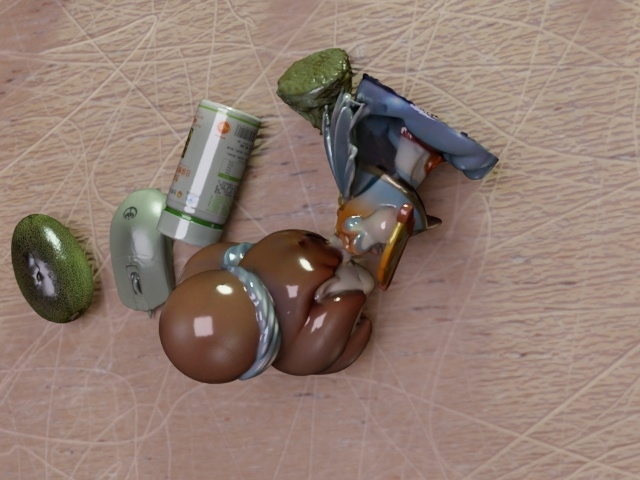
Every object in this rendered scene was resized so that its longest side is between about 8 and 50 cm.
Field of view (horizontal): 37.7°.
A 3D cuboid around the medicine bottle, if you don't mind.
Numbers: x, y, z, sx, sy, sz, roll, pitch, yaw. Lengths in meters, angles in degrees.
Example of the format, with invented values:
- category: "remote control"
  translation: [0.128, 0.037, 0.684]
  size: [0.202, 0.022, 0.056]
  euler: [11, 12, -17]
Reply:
- category: "medicine bottle"
  translation: [-0.146, -0.087, 1.233]
  size: [0.086, 0.086, 0.183]
  euler: [21, 93, 21]

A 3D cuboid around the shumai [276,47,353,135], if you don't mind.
- category: "shumai"
  translation: [0.006, -0.183, 1.191]
  size: [0.099, 0.124, 0.087]
  euler: [-23, 121, 15]

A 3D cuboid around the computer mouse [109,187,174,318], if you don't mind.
- category: "computer mouse"
  translation: [-0.247, 0.017, 1.281]
  size: [0.089, 0.056, 0.181]
  euler: [-7, 84, 25]

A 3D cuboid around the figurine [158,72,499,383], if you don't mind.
- category: "figurine"
  translation: [0.001, 0.001, 1.095]
  size: [0.248, 0.276, 0.388]
  euler: [31, 101, -4]

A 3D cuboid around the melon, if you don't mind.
- category: "melon"
  translation: [-0.375, 0.038, 1.305]
  size: [0.099, 0.099, 0.162]
  euler: [-31, 77, 16]
